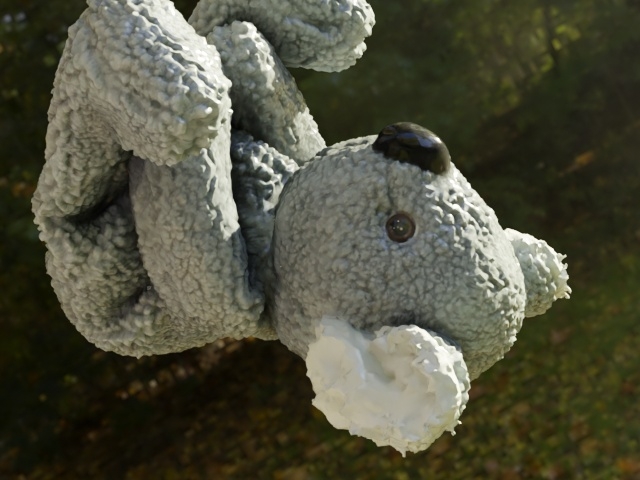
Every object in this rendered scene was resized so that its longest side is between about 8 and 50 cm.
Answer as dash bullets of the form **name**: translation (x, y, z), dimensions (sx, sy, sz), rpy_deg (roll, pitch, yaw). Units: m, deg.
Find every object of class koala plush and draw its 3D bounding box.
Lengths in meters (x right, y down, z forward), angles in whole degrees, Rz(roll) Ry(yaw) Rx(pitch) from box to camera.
- **koala plush**: translation (0.000, 0.000, 0.659), dimensions (0.196, 0.221, 0.203), rpy_deg (-39, -27, -57)
